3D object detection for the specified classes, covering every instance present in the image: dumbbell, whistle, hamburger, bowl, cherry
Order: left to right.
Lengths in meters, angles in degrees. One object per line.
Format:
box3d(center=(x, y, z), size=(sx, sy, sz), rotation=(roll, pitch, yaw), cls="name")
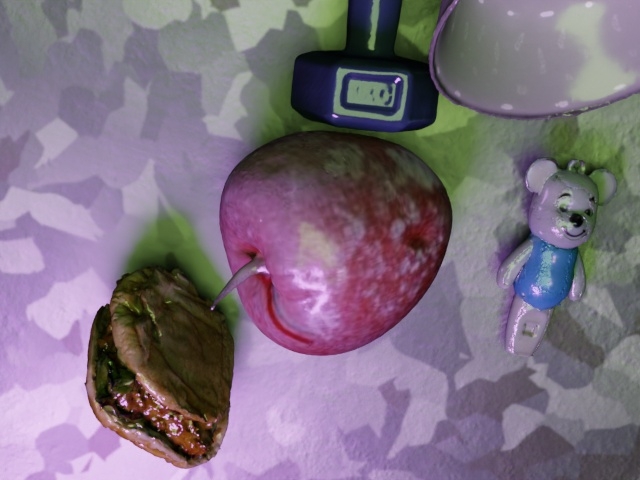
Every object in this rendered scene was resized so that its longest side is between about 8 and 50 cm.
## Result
box3d(center=(-0.179, 0.142, 1.420), size=(0.130, 0.206, 0.183), rotation=(-26, 134, 31), cls="hamburger")
box3d(center=(0.000, 0.000, 1.382), size=(0.285, 0.213, 0.236), rotation=(-29, 129, -19), cls="cherry")
box3d(center=(0.060, -0.272, 1.356), size=(0.144, 0.156, 0.316), rotation=(-2, 105, -32), cls="dumbbell")
box3d(center=(0.257, 0.022, 1.462), size=(0.114, 0.077, 0.235), rotation=(10, 105, -19), cls="whistle")
box3d(center=(0.258, -0.278, 1.322), size=(0.337, 0.337, 0.157), rotation=(-13, 64, 1), cls="bowl")
